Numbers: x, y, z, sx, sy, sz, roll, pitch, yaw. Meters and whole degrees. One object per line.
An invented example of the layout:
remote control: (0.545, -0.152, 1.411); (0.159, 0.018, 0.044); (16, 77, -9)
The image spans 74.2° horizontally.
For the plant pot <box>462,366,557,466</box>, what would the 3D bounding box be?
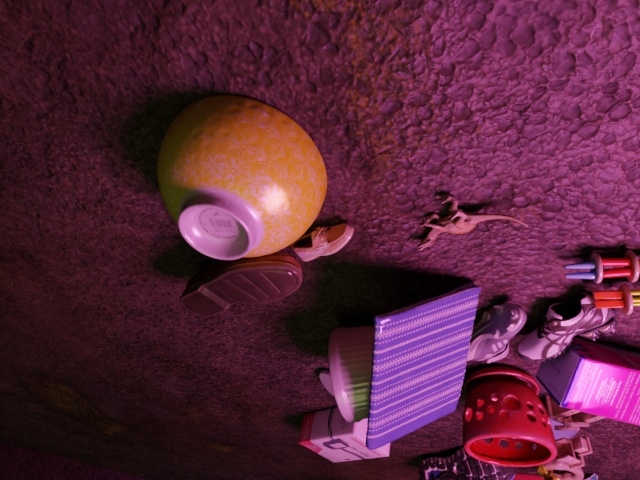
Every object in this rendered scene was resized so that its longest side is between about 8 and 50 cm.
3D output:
plant pot: (0.427, 0.406, 0.983); (0.191, 0.174, 0.191); (8, 135, 8)

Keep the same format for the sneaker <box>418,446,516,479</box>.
sneaker: (0.483, 0.746, 1.369); (0.147, 0.130, 0.330); (23, 141, -29)

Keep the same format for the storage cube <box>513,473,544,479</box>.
storage cube: (0.733, 0.915, 1.401); (0.215, 0.193, 0.184); (-1, 134, 14)

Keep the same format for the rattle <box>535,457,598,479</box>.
rattle: (0.760, 0.753, 1.275); (0.199, 0.143, 0.130); (37, 114, -13)

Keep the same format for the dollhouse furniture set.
dollhouse furniture set: (0.623, 0.410, 0.945); (0.101, 0.161, 0.182); (24, 136, -10)

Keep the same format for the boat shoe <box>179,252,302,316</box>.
boat shoe: (-0.161, 0.064, 0.844); (0.307, 0.104, 0.111); (-16, 131, 31)

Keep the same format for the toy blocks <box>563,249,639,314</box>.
toy blocks: (0.491, 0.072, 0.709); (0.148, 0.054, 0.123); (-4, 123, 19)

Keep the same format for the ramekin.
ramekin: (0.102, 0.287, 0.936); (0.109, 0.207, 0.207); (-14, 130, 15)

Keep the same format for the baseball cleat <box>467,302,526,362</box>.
baseball cleat: (0.366, 0.193, 0.875); (0.109, 0.072, 0.206); (13, 143, -18)

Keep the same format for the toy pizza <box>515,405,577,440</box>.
toy pizza: (0.572, 0.485, 1.127); (0.201, 0.032, 0.201); (8, 136, 8)

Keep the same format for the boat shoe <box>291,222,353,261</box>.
boat shoe: (0.000, 0.000, 0.778); (0.135, 0.050, 0.045); (-28, 128, 35)

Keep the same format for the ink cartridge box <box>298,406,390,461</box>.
ink cartridge box: (0.079, 0.610, 1.333); (0.237, 0.100, 0.172); (-29, 122, 36)

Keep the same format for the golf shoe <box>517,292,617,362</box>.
golf shoe: (0.452, 0.163, 0.816); (0.094, 0.077, 0.198); (40, 126, -8)

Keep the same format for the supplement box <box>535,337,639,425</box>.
supplement box: (0.572, 0.277, 0.834); (0.220, 0.111, 0.114); (14, 103, 0)

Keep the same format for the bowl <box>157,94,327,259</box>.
bowl: (-0.141, -0.062, 0.678); (0.289, 0.156, 0.289); (7, 136, 7)

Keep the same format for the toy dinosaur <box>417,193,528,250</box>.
toy dinosaur: (0.230, -0.035, 0.694); (0.183, 0.053, 0.092); (-19, 143, 39)

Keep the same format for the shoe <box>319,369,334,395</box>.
shoe: (0.086, 0.395, 1.145); (0.178, 0.081, 0.063); (28, 130, 29)

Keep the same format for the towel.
towel: (0.194, 0.250, 0.832); (0.243, 0.040, 0.336); (-14, 120, -25)
